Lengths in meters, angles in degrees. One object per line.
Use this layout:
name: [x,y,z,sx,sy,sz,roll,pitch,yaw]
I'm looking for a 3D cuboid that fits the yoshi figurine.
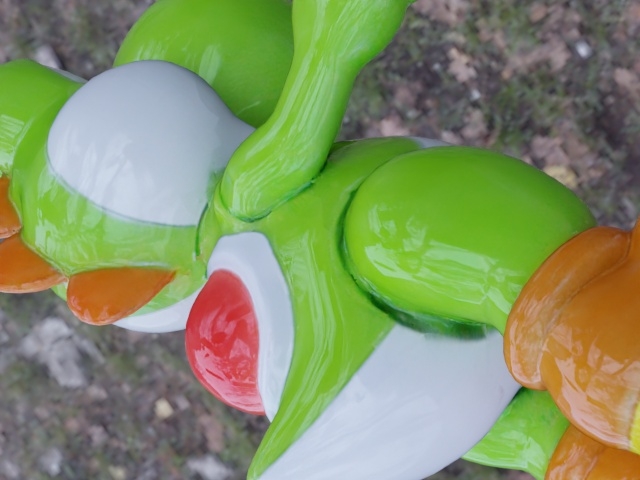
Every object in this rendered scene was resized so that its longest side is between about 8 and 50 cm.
yoshi figurine: [0.014,-0.024,0.580,0.362,0.203,0.203,22,101,31]
